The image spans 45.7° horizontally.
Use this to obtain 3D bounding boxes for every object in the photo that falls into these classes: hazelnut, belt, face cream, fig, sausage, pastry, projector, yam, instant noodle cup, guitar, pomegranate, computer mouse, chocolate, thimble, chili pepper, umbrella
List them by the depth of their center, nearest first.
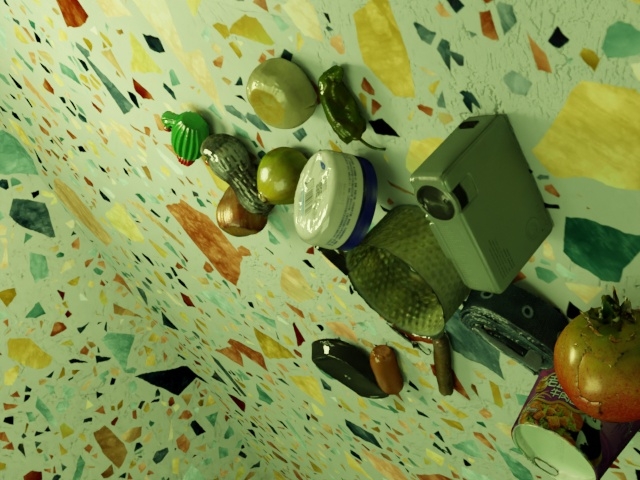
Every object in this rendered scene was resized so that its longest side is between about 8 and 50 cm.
[{"bbox_3d":[0.276,-0.061,1.307,0.099,0.192,0.257,5,134,51],"label":"projector"},{"bbox_3d":[0.514,0.206,1.339,0.210,0.210,0.235,11,127,48],"label":"pomegranate"},{"bbox_3d":[0.048,-0.244,1.502,0.073,0.072,0.204,10,137,46],"label":"chili pepper"},{"bbox_3d":[0.387,0.177,1.533,0.218,0.128,0.122,33,150,4],"label":"belt"},{"bbox_3d":[0.529,0.381,1.582,0.251,0.190,0.251,33,151,21],"label":"instant noodle cup"},{"bbox_3d":[-0.082,-0.303,1.586,0.156,0.092,0.156,28,152,16],"label":"pastry"},{"bbox_3d":[0.024,-0.086,1.597,0.111,0.206,0.206,13,166,-27],"label":"face cream"},{"bbox_3d":[0.201,0.070,1.649,0.270,0.150,0.271,34,152,21],"label":"thimble"},{"bbox_3d":[-0.080,-0.149,1.778,0.136,0.120,0.153,41,131,20],"label":"fig"},{"bbox_3d":[-0.002,0.001,1.869,0.084,0.038,0.271,40,175,44],"label":"guitar"},{"bbox_3d":[-0.201,-0.170,1.932,0.248,0.110,0.110,50,153,-18],"label":"chocolate"},{"bbox_3d":[0.316,0.319,1.961,0.046,0.046,0.264,26,150,32],"label":"yam"},{"bbox_3d":[0.231,0.265,2.033,0.148,0.022,0.022,31,108,26],"label":"umbrella"},{"bbox_3d":[-0.209,-0.081,2.058,0.150,0.150,0.150,34,152,21],"label":"hazelnut"},{"bbox_3d":[0.192,0.377,2.190,0.076,0.076,0.198,23,148,37],"label":"sausage"},{"bbox_3d":[0.095,0.384,2.332,0.295,0.087,0.168,41,150,-21],"label":"computer mouse"}]

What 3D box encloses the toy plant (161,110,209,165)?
[{"bbox_3d":[-0.338,-0.257,2.020,0.154,0.088,0.240,16,152,19],"label":"toy plant"}]

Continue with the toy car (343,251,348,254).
[{"bbox_3d":[0.053,-0.010,1.848,0.069,0.055,0.142,44,175,8],"label":"toy car"}]
